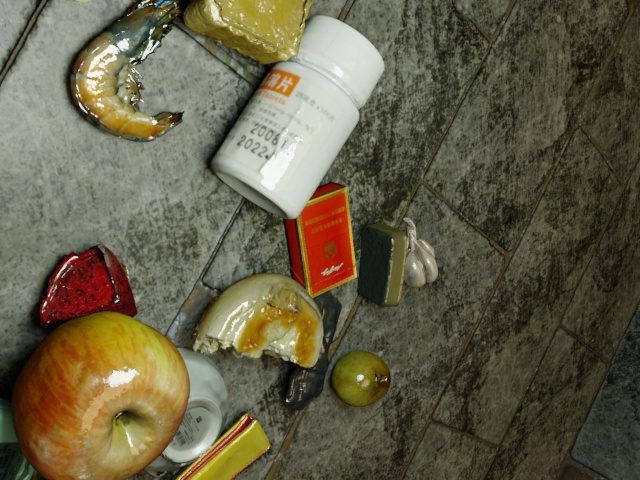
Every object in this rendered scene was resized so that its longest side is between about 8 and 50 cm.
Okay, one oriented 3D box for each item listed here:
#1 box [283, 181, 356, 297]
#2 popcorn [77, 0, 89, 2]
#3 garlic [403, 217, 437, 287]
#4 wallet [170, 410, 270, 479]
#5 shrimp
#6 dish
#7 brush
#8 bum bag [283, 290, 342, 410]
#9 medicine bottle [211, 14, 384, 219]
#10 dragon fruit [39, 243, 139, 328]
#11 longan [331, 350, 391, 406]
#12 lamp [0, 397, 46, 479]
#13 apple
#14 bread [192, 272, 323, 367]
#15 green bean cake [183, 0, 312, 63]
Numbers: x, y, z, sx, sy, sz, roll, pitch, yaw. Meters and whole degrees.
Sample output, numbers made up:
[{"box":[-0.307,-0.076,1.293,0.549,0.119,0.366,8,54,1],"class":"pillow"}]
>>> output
[{"box":[-0.001,0.000,1.563,0.153,0.074,0.240,-25,118,-36],"class":"box"},{"box":[-0.377,-0.476,1.049,0.194,0.163,0.140,26,66,-11],"class":"popcorn"},{"box":[0.246,0.036,1.736,0.127,0.131,0.194,-46,136,-57],"class":"garlic"},{"box":[-0.232,0.518,1.550,0.241,0.067,0.141,-40,137,-19],"class":"wallet"},{"box":[-0.308,-0.309,1.212,0.290,0.054,0.222,-55,130,-12],"class":"shrimp"},{"box":[-0.298,0.379,1.409,0.303,0.120,0.303,-13,112,-36],"class":"dish"},{"box":[0.152,0.061,1.672,0.059,0.123,0.197,-7,108,-34],"class":"brush"},{"box":[-0.013,0.267,1.631,0.137,0.074,0.310,3,104,-54],"class":"bum bag"},{"box":[-0.042,-0.247,1.350,0.211,0.211,0.371,38,79,-41],"class":"medicine bottle"},{"box":[-0.435,0.098,1.237,0.161,0.121,0.127,-20,157,-9],"class":"dragon fruit"},{"box":[0.111,0.354,1.707,0.154,0.176,0.145,-39,112,-41],"class":"longan"},{"box":[-0.582,0.376,1.152,0.284,0.147,0.209,25,90,-33],"class":"lamp"},{"box":[-0.385,0.263,1.166,0.301,0.301,0.302,-14,113,-36],"class":"apple"},{"box":[-0.127,0.161,1.443,0.314,0.171,0.192,12,93,-43],"class":"bread"},{"box":[-0.128,-0.465,1.244,0.229,0.131,0.224,18,82,-41],"class":"green bean cake"}]
